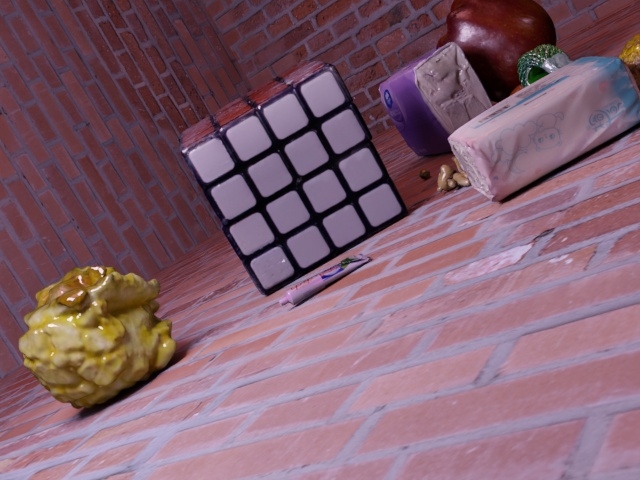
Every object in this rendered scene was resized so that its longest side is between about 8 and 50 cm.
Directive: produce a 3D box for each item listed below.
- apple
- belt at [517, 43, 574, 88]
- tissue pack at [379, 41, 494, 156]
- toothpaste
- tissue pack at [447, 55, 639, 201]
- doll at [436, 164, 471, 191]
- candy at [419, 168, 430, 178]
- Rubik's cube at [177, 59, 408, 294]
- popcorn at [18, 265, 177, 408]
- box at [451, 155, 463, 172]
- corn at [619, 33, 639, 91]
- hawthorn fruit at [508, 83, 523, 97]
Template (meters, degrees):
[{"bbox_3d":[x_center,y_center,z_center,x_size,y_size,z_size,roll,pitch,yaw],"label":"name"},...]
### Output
[{"bbox_3d":[0.469,-0.508,2.262,0.288,0.317,0.288,21,-90,-90],"label":"apple"},{"bbox_3d":[0.515,-0.375,1.961,0.079,0.121,0.151,-31,47,-23],"label":"belt"},{"bbox_3d":[0.296,-0.351,2.214,0.160,0.242,0.338,-35,8,-8],"label":"tissue pack"},{"bbox_3d":[0.006,0.065,1.442,0.170,0.028,0.045,-28,14,-13],"label":"toothpaste"},{"bbox_3d":[0.351,-0.180,1.361,0.271,0.124,0.201,-29,7,5],"label":"tissue pack"},{"bbox_3d":[0.262,-0.114,1.633,0.061,0.051,0.093,-33,37,-26],"label":"doll"},{"bbox_3d":[0.246,-0.155,1.987,0.025,0.023,0.083,-36,-4,18],"label":"candy"},{"bbox_3d":[-0.065,-0.146,1.768,0.344,0.337,0.344,-30,17,1],"label":"Rubik's cube"},{"bbox_3d":[-0.401,0.163,1.561,0.293,0.237,0.293,-32,11,7],"label":"popcorn"},{"bbox_3d":[0.328,-0.161,1.598,0.041,0.049,0.207,-31,7,-29],"label":"box"},{"bbox_3d":[0.549,-0.295,1.422,0.115,0.115,0.318,-27,9,22],"label":"corn"},{"bbox_3d":[0.486,-0.336,2.056,0.077,0.077,0.077,-30,8,5],"label":"hawthorn fruit"}]
